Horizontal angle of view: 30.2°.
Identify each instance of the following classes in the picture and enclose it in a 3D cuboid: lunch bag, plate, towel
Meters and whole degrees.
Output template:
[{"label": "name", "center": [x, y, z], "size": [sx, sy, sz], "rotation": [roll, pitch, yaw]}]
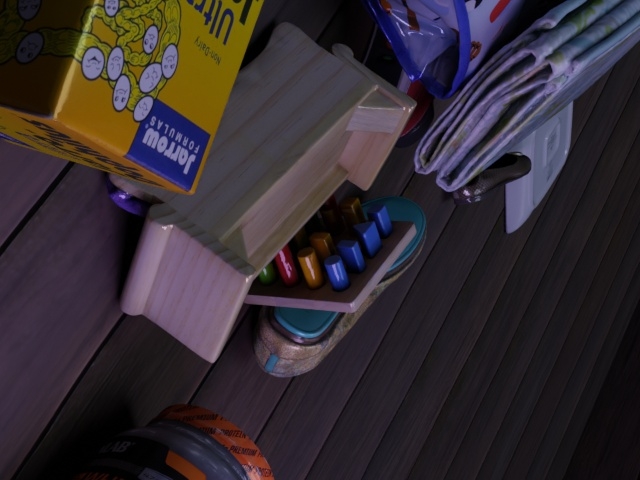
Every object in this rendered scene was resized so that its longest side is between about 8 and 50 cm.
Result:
[{"label": "lunch bag", "center": [0.196, -0.384, 1.358], "size": [0.328, 0.239, 0.385], "rotation": [-41, 142, -11]}, {"label": "plate", "center": [0.422, -0.189, 2.252], "size": [0.277, 0.045, 0.278], "rotation": [-52, 148, -39]}, {"label": "towel", "center": [0.303, -0.232, 1.481], "size": [0.374, 0.090, 0.320], "rotation": [-36, 174, -33]}]

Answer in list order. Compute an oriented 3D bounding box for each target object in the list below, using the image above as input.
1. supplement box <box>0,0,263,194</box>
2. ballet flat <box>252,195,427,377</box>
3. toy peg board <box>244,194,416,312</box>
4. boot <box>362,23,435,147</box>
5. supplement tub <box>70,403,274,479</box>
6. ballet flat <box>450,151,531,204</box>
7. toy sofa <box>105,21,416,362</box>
[{"label": "supplement box", "center": [-0.153, -0.242, 0.863], "size": [0.194, 0.195, 0.356], "rotation": [30, 79, -64]}, {"label": "ballet flat", "center": [0.021, 0.058, 1.522], "size": [0.348, 0.123, 0.123], "rotation": [-45, 143, -47]}, {"label": "toy peg board", "center": [0.000, 0.000, 1.385], "size": [0.161, 0.161, 0.079], "rotation": [-50, 131, -41]}, {"label": "boot", "center": [0.134, -0.250, 1.583], "size": [0.244, 0.088, 0.176], "rotation": [-64, 155, -2]}, {"label": "supplement tub", "center": [-0.187, 0.313, 1.133], "size": [0.316, 0.194, 0.193], "rotation": [-48, 145, -43]}, {"label": "ballet flat", "center": [0.285, -0.118, 1.991], "size": [0.250, 0.084, 0.058], "rotation": [-29, 106, -52]}, {"label": "toy sofa", "center": [-0.070, -0.063, 1.238], "size": [0.362, 0.177, 0.150], "rotation": [-49, 170, -42]}]
